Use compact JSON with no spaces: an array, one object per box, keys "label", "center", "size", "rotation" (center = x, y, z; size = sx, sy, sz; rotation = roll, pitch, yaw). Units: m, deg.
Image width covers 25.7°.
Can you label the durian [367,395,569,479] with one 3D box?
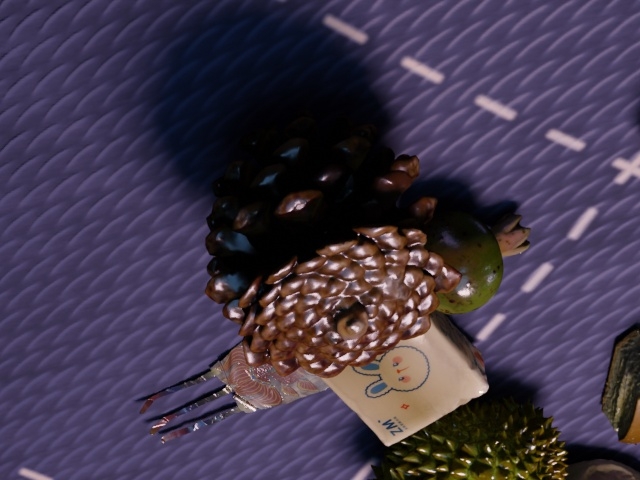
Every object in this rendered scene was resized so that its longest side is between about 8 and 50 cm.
[{"label":"durian","center":[0.165,0.288,1.633],"size":[0.176,0.200,0.237],"rotation":[9,142,-46]}]

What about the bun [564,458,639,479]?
[{"label":"bun","center":[0.326,0.391,1.745],"size":[0.243,0.153,0.244],"rotation":[1,129,1]}]

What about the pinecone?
[{"label":"pinecone","center":[0.005,-0.008,1.366],"size":[0.264,0.264,0.264],"rotation":[-2,127,-3]}]

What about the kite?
[{"label":"kite","center":[-0.105,0.168,1.631],"size":[0.229,0.016,0.127],"rotation":[-24,122,10]}]

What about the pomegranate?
[{"label":"pomegranate","center":[0.158,0.015,1.482],"size":[0.142,0.114,0.114],"rotation":[-26,129,-16]}]

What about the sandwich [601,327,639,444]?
[{"label":"sandwich","center":[0.408,0.139,1.595],"size":[0.244,0.090,0.088],"rotation":[-37,123,22]}]

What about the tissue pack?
[{"label":"tissue pack","center":[0.074,0.121,1.557],"size":[0.148,0.092,0.196],"rotation":[-32,123,18]}]
